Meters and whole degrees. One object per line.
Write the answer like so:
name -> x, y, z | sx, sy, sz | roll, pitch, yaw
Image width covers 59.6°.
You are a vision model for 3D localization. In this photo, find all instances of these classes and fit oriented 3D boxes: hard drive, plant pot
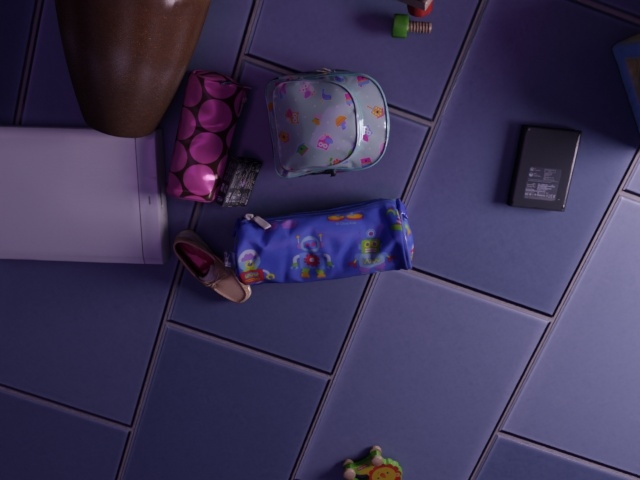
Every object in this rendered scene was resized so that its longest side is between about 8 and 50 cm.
hard drive -> 0.368, -0.119, 0.923 | 0.094, 0.022, 0.135 | 6, 106, 1
plant pot -> -0.286, -0.279, 0.829 | 0.216, 0.215, 0.230 | 17, 120, -2
hard drive -> -0.445, -0.079, 0.961 | 0.354, 0.047, 0.232 | 2, 106, 3

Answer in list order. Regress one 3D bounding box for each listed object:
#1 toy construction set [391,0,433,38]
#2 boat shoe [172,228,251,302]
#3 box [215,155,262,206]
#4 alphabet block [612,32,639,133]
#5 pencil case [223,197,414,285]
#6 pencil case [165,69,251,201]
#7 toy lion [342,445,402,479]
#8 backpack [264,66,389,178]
toy construction set -> 0.047, -0.430, 0.719 | 0.238, 0.309, 0.257 | 6, 98, 6
boat shoe -> -0.195, 0.054, 0.980 | 0.170, 0.059, 0.063 | 43, 104, -9
box -> -0.135, -0.097, 0.930 | 0.018, 0.067, 0.083 | 30, 108, 25
alphabet block -> 0.578, -0.237, 0.793 | 0.197, 0.192, 0.193 | -24, 105, 8
pencil case -> 0.000, 0.000, 0.923 | 0.306, 0.119, 0.133 | -6, 128, 3
pencil case -> -0.183, -0.164, 0.904 | 0.098, 0.095, 0.209 | 12, 109, -18
toy lion -> 0.106, 0.458, 1.100 | 0.100, 0.034, 0.096 | -30, 110, 11
backpack -> 0.015, -0.181, 0.862 | 0.189, 0.144, 0.165 | -6, 100, 1
